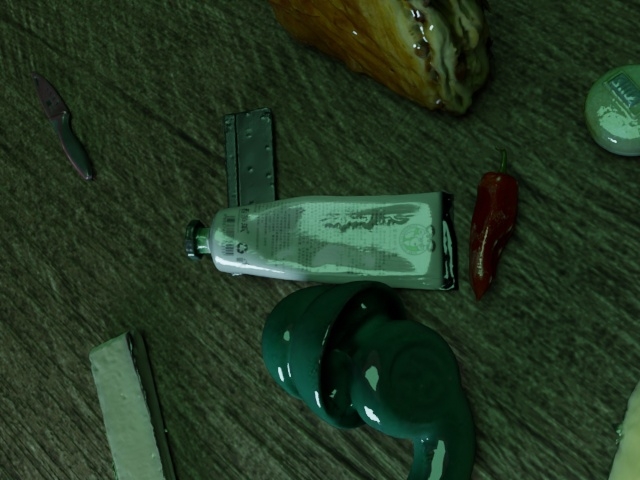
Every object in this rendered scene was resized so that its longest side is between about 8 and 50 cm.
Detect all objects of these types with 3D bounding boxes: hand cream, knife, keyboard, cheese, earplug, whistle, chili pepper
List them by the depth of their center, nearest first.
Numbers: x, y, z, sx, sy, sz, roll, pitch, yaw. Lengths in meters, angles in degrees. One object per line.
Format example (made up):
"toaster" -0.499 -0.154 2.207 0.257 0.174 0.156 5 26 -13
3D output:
"whistle" 0.371 -0.111 0.867 0.104 0.057 0.198 -33 66 5
"earplug" 0.046 0.169 0.896 0.280 0.163 0.258 21 121 37
"chili pepper" 0.199 -0.022 0.914 0.050 0.059 0.191 8 77 16
"hand cream" 0.000 0.000 0.979 0.335 0.076 0.121 0 80 11
"cheese" -0.220 0.309 1.012 0.085 0.034 0.400 -28 66 18
"keyboard" -0.092 -0.067 1.068 0.072 0.023 0.231 -8 73 13
"knife" -0.401 -0.185 1.229 0.035 0.018 0.247 -39 64 11

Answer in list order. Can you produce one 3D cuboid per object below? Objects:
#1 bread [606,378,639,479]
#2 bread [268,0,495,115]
"bread" 0.340 0.235 0.658 0.279 0.315 0.249 18 82 36
"bread" 0.057 -0.316 0.941 0.324 0.277 0.167 34 85 30
